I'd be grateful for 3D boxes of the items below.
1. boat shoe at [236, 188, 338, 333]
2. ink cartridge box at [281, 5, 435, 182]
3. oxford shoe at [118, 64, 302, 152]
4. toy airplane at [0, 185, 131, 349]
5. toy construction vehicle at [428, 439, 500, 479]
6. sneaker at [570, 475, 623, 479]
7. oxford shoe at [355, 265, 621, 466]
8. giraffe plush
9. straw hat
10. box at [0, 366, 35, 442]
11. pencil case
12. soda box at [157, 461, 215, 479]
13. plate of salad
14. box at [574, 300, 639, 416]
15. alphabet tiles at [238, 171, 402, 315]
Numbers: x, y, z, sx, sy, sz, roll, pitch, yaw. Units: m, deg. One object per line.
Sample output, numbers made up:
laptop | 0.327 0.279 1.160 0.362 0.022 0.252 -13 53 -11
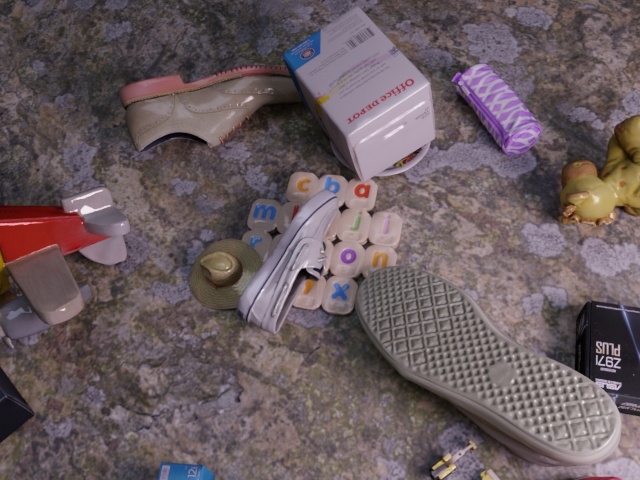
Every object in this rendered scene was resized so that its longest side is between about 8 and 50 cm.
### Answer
boat shoe | -0.033 0.035 1.095 0.088 0.096 0.267 30 70 16
ink cartridge box | 0.074 -0.264 1.189 0.171 0.168 0.232 -33 62 -1
oxford shoe | -0.196 -0.263 1.321 0.397 0.140 0.146 -10 89 -5
toy airplane | -0.513 0.034 1.093 0.384 0.386 0.272 11 104 5
toy construction vehicle | 0.204 0.347 0.932 0.098 0.035 0.086 -30 60 -12
sneaker | 0.271 0.392 0.838 0.314 0.136 0.116 -30 59 -11
oxford shoe | 0.227 0.188 0.979 0.449 0.130 0.169 33 72 35
giraffe plush | 0.483 -0.089 1.096 0.170 0.181 0.210 -16 40 11
straw hat | -0.173 0.047 1.129 0.144 0.061 0.144 -6 65 13
box | -0.626 0.244 1.056 0.184 0.103 0.261 -41 63 -20
pencil case | 0.339 -0.257 1.253 0.088 0.086 0.206 -3 49 -36
soda box | -0.204 0.427 0.909 0.067 0.071 0.210 1 59 8
plate of salad | 0.118 -0.212 1.276 0.200 0.048 0.200 -3 58 5
box | 0.483 0.183 0.975 0.180 0.077 0.147 9 61 12
alphabet tiles | 0.000 0.000 1.175 0.284 0.021 0.278 7 62 11
